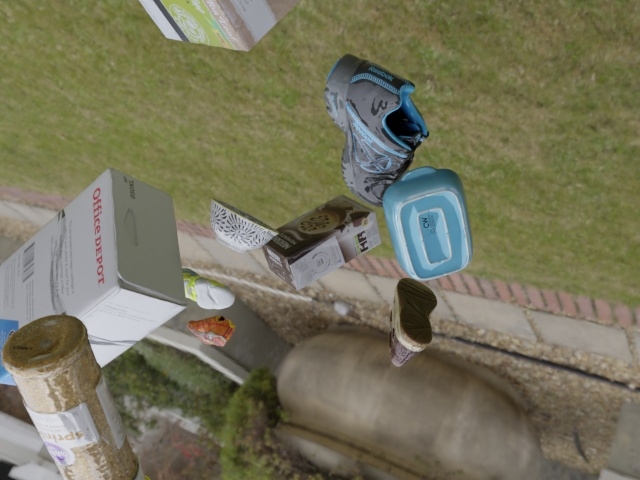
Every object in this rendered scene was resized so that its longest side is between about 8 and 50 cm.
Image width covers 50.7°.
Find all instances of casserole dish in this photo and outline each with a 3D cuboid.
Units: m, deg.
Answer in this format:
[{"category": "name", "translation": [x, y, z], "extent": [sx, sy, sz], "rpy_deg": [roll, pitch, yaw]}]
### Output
[{"category": "casserole dish", "translation": [0.155, -0.014, 0.938], "extent": [0.114, 0.037, 0.188], "rpy_deg": [-17, 123, 3]}]

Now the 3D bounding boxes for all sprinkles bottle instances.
[{"category": "sprinkles bottle", "translation": [-0.371, 0.282, 1.044], "extent": [0.121, 0.121, 0.355], "rpy_deg": [14, 129, 28]}]

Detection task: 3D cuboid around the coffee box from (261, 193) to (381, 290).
[{"category": "coffee box", "translation": [0.000, 0.000, 1.922], "extent": [0.168, 0.297, 0.118], "rpy_deg": [32, 145, 51]}]

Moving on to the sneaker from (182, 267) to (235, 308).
[{"category": "sneaker", "translation": [-0.355, 0.125, 1.965], "extent": [0.240, 0.091, 0.126], "rpy_deg": [13, -157, 4]}]

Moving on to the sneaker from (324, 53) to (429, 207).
[{"category": "sneaker", "translation": [0.111, -0.156, 1.148], "extent": [0.140, 0.125, 0.340], "rpy_deg": [24, 159, 31]}]

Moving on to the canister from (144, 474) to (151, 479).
[{"category": "canister", "translation": [-0.528, 0.699, 1.783], "extent": [0.126, 0.169, 0.073], "rpy_deg": [7, -144, -31]}]

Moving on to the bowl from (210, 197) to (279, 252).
[{"category": "bowl", "translation": [-0.186, -0.023, 1.523], "extent": [0.170, 0.080, 0.170], "rpy_deg": [28, -177, -2]}]

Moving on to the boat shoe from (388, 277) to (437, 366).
[{"category": "boat shoe", "translation": [0.231, 0.214, 1.795], "extent": [0.123, 0.342, 0.123], "rpy_deg": [25, 115, -4]}]

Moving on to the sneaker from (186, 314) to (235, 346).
[{"category": "sneaker", "translation": [-0.258, 0.210, 1.609], "extent": [0.175, 0.067, 0.064], "rpy_deg": [2, 139, 49]}]

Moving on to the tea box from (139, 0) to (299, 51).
[{"category": "tea box", "translation": [-0.233, -0.557, 1.245], "extent": [0.324, 0.220, 0.329], "rpy_deg": [24, 157, 46]}]

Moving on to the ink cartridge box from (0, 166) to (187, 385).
[{"category": "ink cartridge box", "translation": [-0.468, 0.088, 1.359], "extent": [0.395, 0.285, 0.166], "rpy_deg": [-34, 143, 26]}]
